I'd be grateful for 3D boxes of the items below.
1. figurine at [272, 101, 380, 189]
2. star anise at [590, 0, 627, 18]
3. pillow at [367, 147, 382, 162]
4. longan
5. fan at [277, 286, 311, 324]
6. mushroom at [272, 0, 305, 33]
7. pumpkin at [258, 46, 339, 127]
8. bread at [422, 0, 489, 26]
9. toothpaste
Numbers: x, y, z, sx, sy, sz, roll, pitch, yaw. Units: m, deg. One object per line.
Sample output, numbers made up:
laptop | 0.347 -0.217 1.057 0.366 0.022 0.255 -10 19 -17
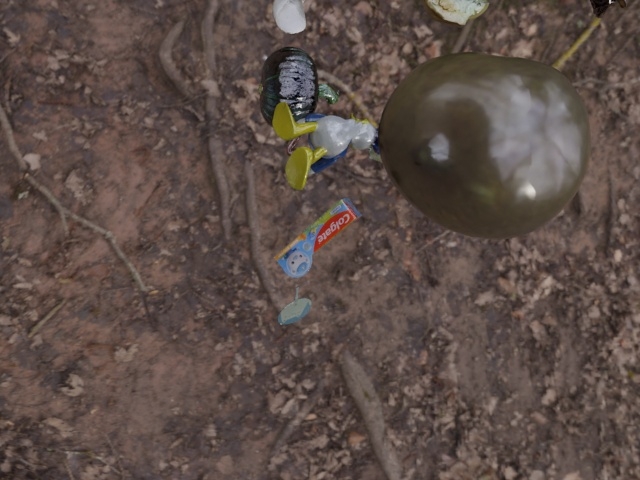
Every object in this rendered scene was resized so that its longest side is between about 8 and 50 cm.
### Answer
figurine | 0.031 -0.232 1.440 0.339 0.284 0.204 -10 91 -30
star anise | 0.441 -0.383 0.830 0.212 0.157 0.053 33 72 -70
pillow | 0.307 -0.275 1.783 0.303 0.184 0.075 28 28 5
longan | 0.282 -0.169 1.022 0.361 0.361 0.360 14 68 -38
fan | -0.073 0.189 1.685 0.113 0.175 0.005 -20 53 -24
mushroom | -0.102 -0.756 1.865 0.116 0.093 0.225 28 38 -33
pumpkin | -0.063 -0.447 1.727 0.248 0.248 0.247 14 68 -38
bread | 0.275 -0.487 1.201 0.232 0.128 0.087 -70 167 -60
toothpaste | 0.000 0.000 1.167 0.070 0.193 0.044 53 22 6
